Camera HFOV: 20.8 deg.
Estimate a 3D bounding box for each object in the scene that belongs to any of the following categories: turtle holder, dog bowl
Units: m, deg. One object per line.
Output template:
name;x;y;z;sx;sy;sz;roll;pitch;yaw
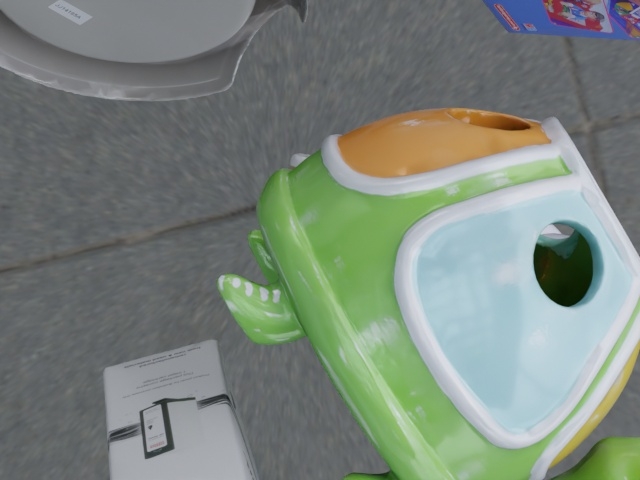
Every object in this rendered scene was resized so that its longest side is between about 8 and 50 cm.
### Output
turtle holder;0.102;0.063;1.110;0.227;0.243;0.320;-30;77;8
dog bowl;-0.182;-0.262;1.601;0.349;0.349;0.102;4;62;-1

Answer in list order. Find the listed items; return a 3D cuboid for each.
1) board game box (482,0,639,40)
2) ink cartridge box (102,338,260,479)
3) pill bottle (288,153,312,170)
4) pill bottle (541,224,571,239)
board game box;0.193;-0.267;1.345;0.233;0.347;0.078;8;73;32
ink cartridge box;-0.077;0.177;1.104;0.086;0.203;0.148;-15;114;-3
pill bottle;0.000;0.000;1.278;0.067;0.067;0.120;11;95;-1
pill bottle;0.113;0.041;1.404;0.153;0.265;0.153;-7;103;-33
